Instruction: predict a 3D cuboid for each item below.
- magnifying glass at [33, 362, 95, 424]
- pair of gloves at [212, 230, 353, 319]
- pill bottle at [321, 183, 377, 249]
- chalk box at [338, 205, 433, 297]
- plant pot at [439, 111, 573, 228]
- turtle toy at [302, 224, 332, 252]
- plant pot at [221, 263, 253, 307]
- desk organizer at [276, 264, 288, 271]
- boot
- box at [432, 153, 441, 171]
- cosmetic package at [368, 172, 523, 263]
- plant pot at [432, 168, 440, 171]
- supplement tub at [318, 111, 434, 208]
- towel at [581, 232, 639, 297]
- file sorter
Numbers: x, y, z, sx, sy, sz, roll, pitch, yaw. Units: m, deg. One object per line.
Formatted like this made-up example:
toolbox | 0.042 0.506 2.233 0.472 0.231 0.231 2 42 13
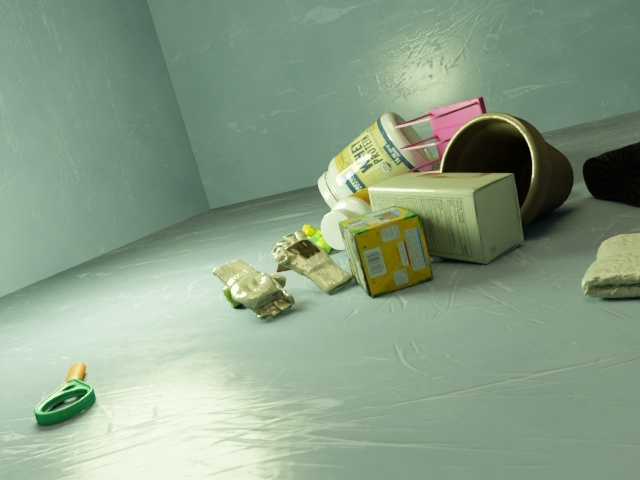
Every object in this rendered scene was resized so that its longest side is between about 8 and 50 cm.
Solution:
magnifying glass | -0.427 0.255 1.016 0.092 0.026 0.231 -18 13 -13
pair of gloves | -0.081 0.066 1.233 0.240 0.042 0.204 -21 39 -26
pill bottle | 0.108 -0.059 1.575 0.136 0.136 0.245 -7 13 37
chalk box | 0.122 0.013 1.193 0.132 0.133 0.213 -17 12 -4
plant pot | 0.434 -0.141 1.325 0.229 0.263 0.263 -2 0 -37
turtle toy | 0.000 0.000 1.613 0.095 0.066 0.130 7 10 -9
plant pot | -0.170 0.107 1.303 0.079 0.083 0.083 -32 15 -16
desk organizer | -0.079 0.041 1.574 0.050 0.047 0.130 -14 10 21
boot | 0.752 -0.172 1.256 0.260 0.131 0.348 -16 10 -1
box | 0.451 -0.243 2.095 0.261 0.127 0.231 -20 9 -30
cosmetic package | 0.253 -0.057 1.239 0.129 0.153 0.296 -24 21 -31
plant pot | 0.365 -0.172 1.911 0.109 0.096 0.109 -5 14 46
supplement tub | 0.169 -0.218 1.855 0.316 0.228 0.228 -39 0 24
towel | 0.513 0.023 0.805 0.282 0.049 0.187 -8 12 36
file sorter | 0.346 -0.213 1.633 0.182 0.291 0.202 -24 13 -28
